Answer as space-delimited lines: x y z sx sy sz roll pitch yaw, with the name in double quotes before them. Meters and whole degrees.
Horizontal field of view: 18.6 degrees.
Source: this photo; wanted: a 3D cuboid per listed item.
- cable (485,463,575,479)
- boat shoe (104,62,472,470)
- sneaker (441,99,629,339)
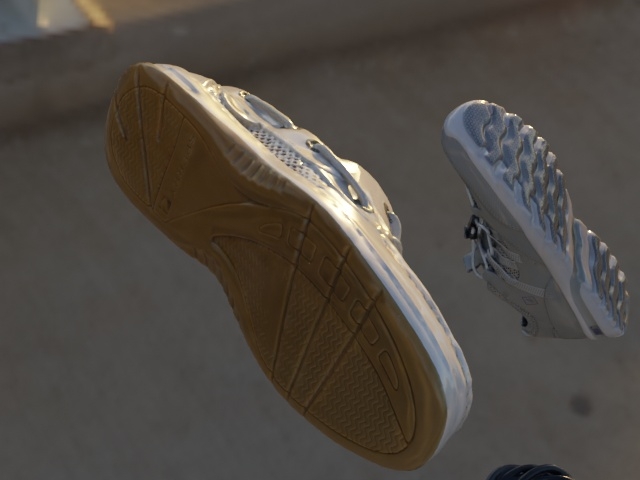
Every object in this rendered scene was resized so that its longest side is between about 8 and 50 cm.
"cable" 0.193 0.268 1.594 0.184 0.047 0.150 41 58 21
"boat shoe" 0.000 0.000 0.980 0.096 0.098 0.277 -6 44 -41
"sneaker" 0.166 0.000 1.704 0.115 0.281 0.105 -17 37 27
